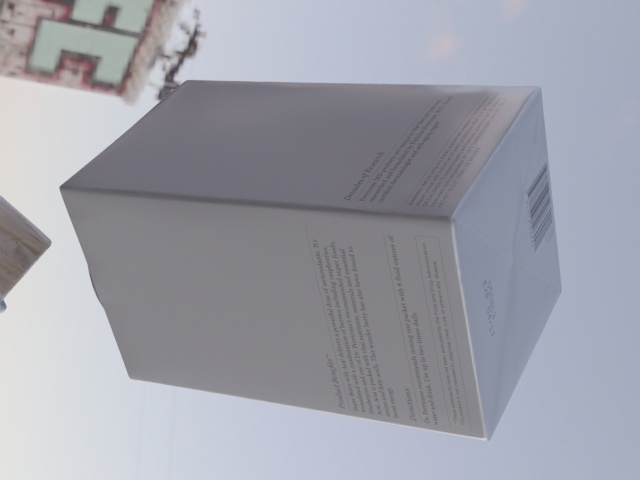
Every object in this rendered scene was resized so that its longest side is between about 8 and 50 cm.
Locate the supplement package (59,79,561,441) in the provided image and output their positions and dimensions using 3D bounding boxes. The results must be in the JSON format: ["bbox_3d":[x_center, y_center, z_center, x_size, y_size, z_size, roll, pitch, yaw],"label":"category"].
[{"bbox_3d":[0.000,0.000,0.781,0.293,0.175,0.177,6,-54,28],"label":"supplement package"}]

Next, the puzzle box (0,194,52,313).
[{"bbox_3d":[-0.299,-0.104,0.465,0.052,0.409,0.272,-51,-167,-17],"label":"puzzle box"}]
